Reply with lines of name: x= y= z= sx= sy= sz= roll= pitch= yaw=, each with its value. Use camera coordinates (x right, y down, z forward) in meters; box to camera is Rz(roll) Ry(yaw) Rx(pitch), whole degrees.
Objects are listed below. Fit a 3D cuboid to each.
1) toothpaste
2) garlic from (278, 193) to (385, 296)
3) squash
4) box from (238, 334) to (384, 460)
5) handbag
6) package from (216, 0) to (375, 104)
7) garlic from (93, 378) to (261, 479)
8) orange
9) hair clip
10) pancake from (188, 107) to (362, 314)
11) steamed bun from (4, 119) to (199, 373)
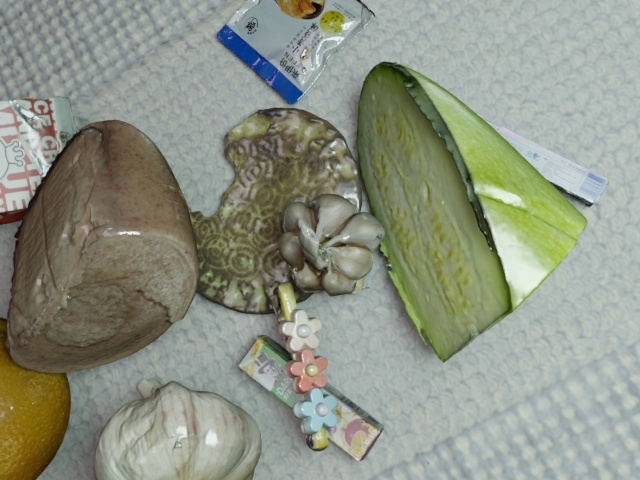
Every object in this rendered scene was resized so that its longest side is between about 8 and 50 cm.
toothpaste: x=0.259 y=-0.105 z=0.808 sx=0.196 sy=0.047 sz=0.040 roll=31 pitch=96 yaw=16
garlic: x=0.000 y=0.000 z=0.768 sx=0.131 sy=0.194 sz=0.127 roll=15 pitch=85 yaw=19
squash: x=0.121 y=-0.058 z=0.748 sx=0.309 sy=0.233 sz=0.210 roll=44 pitch=64 yaw=10
box: x=-0.013 y=0.204 z=0.853 sx=0.207 sy=0.041 sz=0.050 roll=35 pitch=92 yaw=14
handbag: x=-0.488 y=-0.104 z=0.962 sx=0.298 sy=0.151 sz=0.171 roll=-8 pitch=88 yaw=6
package: x=-0.038 y=-0.303 z=0.915 sx=0.171 sy=0.027 sz=0.173 roll=43 pitch=93 yaw=15
garlic: x=-0.194 y=0.250 z=0.842 sx=0.219 sy=0.218 sz=0.212 roll=-41 pitch=42 yaw=8
orange: x=-0.469 y=0.230 z=0.875 sx=0.264 sy=0.264 sz=0.264 roll=-1 pitch=84 yaw=15
hair clip: x=-0.019 y=0.155 z=0.817 sx=0.062 sy=0.056 sz=0.213 roll=-8 pitch=70 yaw=-28
pancake: x=-0.081 y=-0.042 z=0.901 sx=0.286 sy=0.033 sz=0.288 roll=-7 pitch=83 yaw=16
steamed bun: x=-0.270 y=0.019 z=0.850 sx=0.301 sy=0.199 sz=0.251 roll=-45 pitch=44 yaw=27
